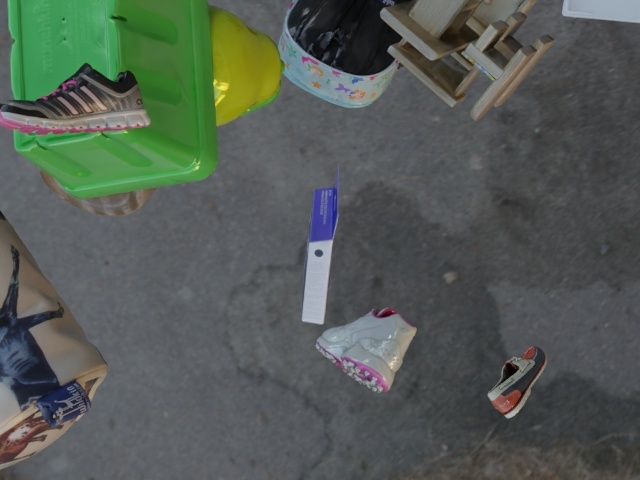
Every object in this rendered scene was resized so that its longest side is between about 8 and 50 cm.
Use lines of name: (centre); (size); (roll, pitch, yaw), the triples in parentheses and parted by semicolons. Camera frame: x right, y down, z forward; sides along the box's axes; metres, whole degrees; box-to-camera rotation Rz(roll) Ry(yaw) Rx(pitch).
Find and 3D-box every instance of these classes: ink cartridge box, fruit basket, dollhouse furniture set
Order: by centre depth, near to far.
dollhouse furniture set: (0.128, -0.227, 1.157); (0.212, 0.242, 0.161); (43, 121, 8)
fruit basket: (-0.232, -0.248, 1.436); (0.283, 0.392, 0.391); (-7, 100, 22)
ink cartridge box: (0.000, 0.000, 1.758); (0.045, 0.206, 0.208); (7, 117, -2)

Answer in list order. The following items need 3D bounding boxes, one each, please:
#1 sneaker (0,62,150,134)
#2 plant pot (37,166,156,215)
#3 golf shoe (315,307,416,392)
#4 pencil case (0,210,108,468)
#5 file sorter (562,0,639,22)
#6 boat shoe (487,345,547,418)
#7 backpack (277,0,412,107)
sneaker: (-0.271, -0.156, 1.139); (0.063, 0.171, 0.074); (1, 96, 63)
plant pot: (-0.355, -0.209, 1.827); (0.323, 0.280, 0.323); (10, 146, 7)
golf shoe: (0.087, 0.185, 1.886); (0.115, 0.140, 0.306); (39, 171, -16)
pencil case: (-0.339, -0.002, 0.830); (0.160, 0.183, 0.410); (-35, 88, 11)
file sorter: (0.532, -0.424, 1.600); (0.278, 0.173, 0.192); (9, 100, 16)
boat shoe: (0.261, 0.179, 1.383); (0.043, 0.137, 0.049); (43, 133, -1)
backpack: (0.045, -0.352, 1.795); (0.225, 0.253, 0.191); (27, 146, 1)
